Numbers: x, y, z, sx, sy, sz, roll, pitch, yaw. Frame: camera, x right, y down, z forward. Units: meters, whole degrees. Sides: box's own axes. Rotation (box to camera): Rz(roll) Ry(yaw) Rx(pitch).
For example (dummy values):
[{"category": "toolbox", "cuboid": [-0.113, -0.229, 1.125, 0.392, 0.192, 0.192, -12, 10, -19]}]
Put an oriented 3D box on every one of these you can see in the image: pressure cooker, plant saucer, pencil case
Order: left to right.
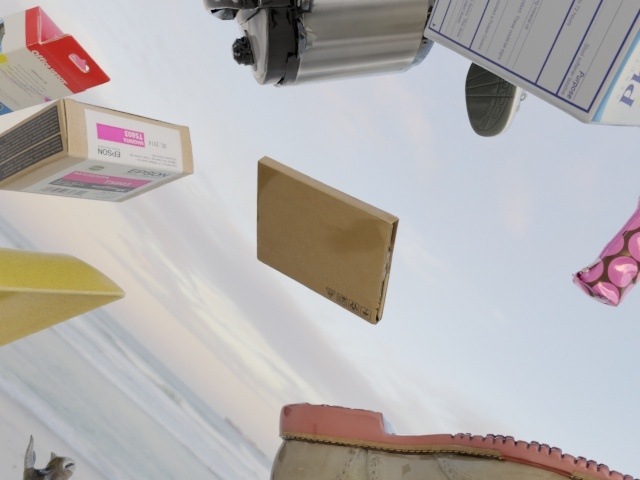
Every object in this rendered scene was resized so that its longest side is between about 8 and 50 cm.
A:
[{"category": "plant saucer", "cuboid": [-0.505, 0.081, 0.856, 0.333, 0.333, 0.081, 14, 58, -62]}, {"category": "pressure cooker", "cuboid": [-0.016, -0.483, 1.204, 0.370, 0.420, 0.375, 104, -27, -63]}, {"category": "pencil case", "cuboid": [0.515, 0.011, 1.046, 0.098, 0.209, 0.095, 37, 3, -12]}]

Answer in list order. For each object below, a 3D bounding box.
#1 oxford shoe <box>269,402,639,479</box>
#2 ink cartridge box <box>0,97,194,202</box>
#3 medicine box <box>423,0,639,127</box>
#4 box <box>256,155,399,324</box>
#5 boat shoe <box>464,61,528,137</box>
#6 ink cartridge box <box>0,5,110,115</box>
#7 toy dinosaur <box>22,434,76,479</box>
[{"category": "oxford shoe", "cuboid": [0.117, 0.229, 0.533, 0.348, 0.130, 0.123, 2, -24, 26]}, {"category": "ink cartridge box", "cuboid": [-0.350, -0.130, 0.981, 0.193, 0.088, 0.235, -14, -10, 34]}, {"category": "medicine box", "cuboid": [0.295, -0.305, 0.706, 0.289, 0.149, 0.263, 47, -50, 42]}, {"category": "box", "cuboid": [0.000, 0.000, 0.793, 0.201, 0.021, 0.164, 28, -47, 27]}, {"category": "boat shoe", "cuboid": [0.356, -0.348, 1.191, 0.103, 0.320, 0.118, 11, -7, -42]}, {"category": "ink cartridge box", "cuboid": [-0.479, -0.292, 1.023, 0.134, 0.231, 0.078, 60, 18, -68]}, {"category": "toy dinosaur", "cuboid": [-0.356, 0.333, 0.673, 0.160, 0.121, 0.313, 28, 0, 10]}]
